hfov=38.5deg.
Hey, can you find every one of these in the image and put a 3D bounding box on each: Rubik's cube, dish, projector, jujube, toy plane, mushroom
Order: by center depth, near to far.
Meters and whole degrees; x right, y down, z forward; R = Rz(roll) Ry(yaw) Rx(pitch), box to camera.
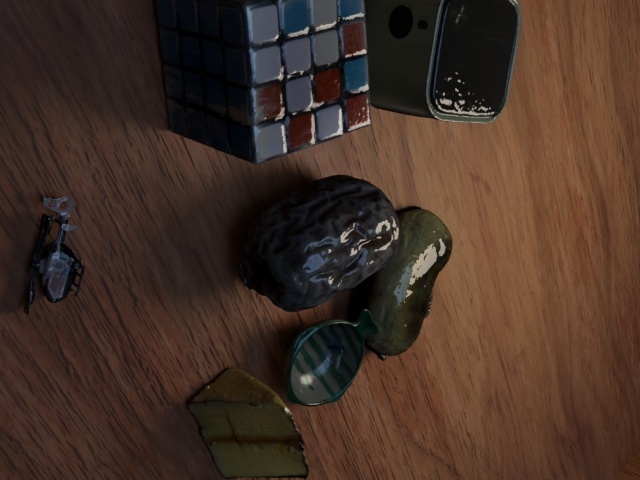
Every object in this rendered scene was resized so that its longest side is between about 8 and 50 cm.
[{"bbox_3d":[-0.421,0.025,1.468,0.078,0.053,0.197,5,106,-35],"label":"toy plane"},{"bbox_3d":[-0.092,-0.297,1.508,0.253,0.259,0.256,-23,120,-37],"label":"Rubik's cube"},{"bbox_3d":[0.000,0.000,1.737,0.317,0.226,0.226,-28,123,-27],"label":"jujube"},{"bbox_3d":[0.206,-0.368,1.769,0.248,0.249,0.249,-4,107,-42],"label":"projector"},{"bbox_3d":[0.004,0.232,1.915,0.246,0.078,0.224,-42,131,-14],"label":"dish"},{"bbox_3d":[0.194,0.099,2.018,0.247,0.130,0.344,33,83,-41],"label":"mushroom"}]

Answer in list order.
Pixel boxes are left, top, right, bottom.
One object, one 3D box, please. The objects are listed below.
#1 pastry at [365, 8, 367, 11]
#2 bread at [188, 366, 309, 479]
[{"bbox_3d":[0.006,-0.420,1.675,0.165,0.088,0.166,-17,115,-39],"label":"pastry"},{"bbox_3d":[-0.128,0.389,1.790,0.135,0.178,0.240,-38,130,-29],"label":"bread"}]
